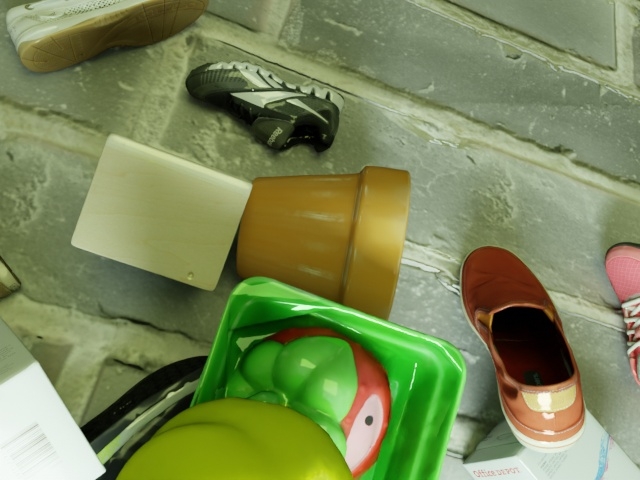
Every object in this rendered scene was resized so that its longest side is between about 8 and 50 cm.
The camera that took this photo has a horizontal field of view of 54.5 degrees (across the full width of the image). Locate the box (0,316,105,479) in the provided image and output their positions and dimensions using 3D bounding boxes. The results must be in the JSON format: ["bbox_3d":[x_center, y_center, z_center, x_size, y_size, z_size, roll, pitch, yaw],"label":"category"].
[{"bbox_3d":[-0.294,0.163,0.579,0.091,0.170,0.130,-34,116,-29],"label":"box"}]

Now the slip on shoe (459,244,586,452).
[{"bbox_3d":[0.253,0.104,0.795,0.123,0.101,0.331,-9,35,7],"label":"slip on shoe"}]

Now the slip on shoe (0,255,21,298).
[{"bbox_3d":[-0.396,0.009,0.705,0.041,0.051,0.135,-36,89,-17],"label":"slip on shoe"}]

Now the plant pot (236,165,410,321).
[{"bbox_3d":[0.000,0.000,0.775,0.187,0.205,0.205,10,64,1],"label":"plant pot"}]

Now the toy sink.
[{"bbox_3d":[-0.178,-0.032,0.736,0.152,0.234,0.131,20,92,-11],"label":"toy sink"}]

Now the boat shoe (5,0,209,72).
[{"bbox_3d":[-0.290,-0.324,0.858,0.277,0.098,0.096,-26,79,-26],"label":"boat shoe"}]

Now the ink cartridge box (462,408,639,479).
[{"bbox_3d":[0.298,0.300,0.775,0.127,0.128,0.176,-37,83,-29],"label":"ink cartridge box"}]

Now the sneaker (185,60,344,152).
[{"bbox_3d":[-0.076,-0.183,0.883,0.234,0.078,0.106,11,62,-17],"label":"sneaker"}]

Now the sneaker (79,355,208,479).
[{"bbox_3d":[-0.191,0.218,0.681,0.234,0.084,0.097,-34,106,-27],"label":"sneaker"}]

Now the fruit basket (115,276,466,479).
[{"bbox_3d":[-0.030,0.225,0.525,0.282,0.392,0.392,20,62,-10],"label":"fruit basket"}]

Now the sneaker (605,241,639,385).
[{"bbox_3d":[0.512,0.148,0.926,0.136,0.116,0.314,-21,76,-25],"label":"sneaker"}]
